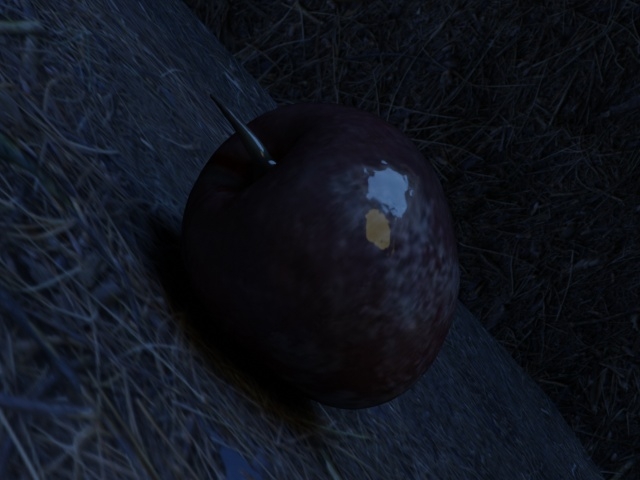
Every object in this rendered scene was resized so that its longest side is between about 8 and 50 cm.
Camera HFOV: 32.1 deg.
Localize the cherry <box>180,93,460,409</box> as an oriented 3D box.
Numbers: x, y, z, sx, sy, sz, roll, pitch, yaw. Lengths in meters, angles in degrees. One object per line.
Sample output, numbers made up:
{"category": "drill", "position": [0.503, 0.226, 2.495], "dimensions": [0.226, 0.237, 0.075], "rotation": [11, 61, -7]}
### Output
{"category": "cherry", "position": [0.000, 0.000, 0.871], "dimensions": [0.285, 0.213, 0.236], "rotation": [58, 15, -19]}
